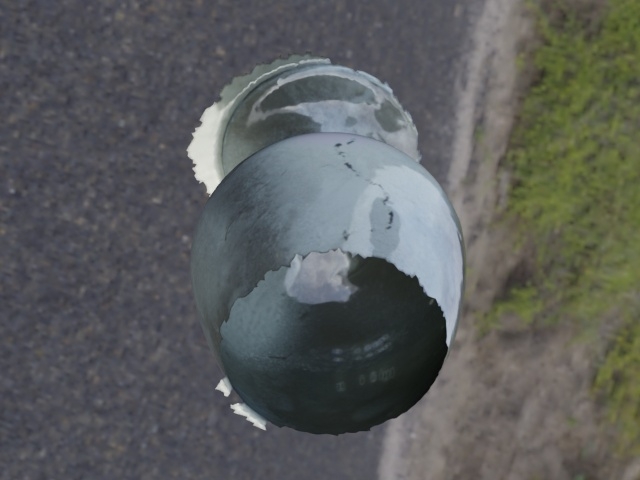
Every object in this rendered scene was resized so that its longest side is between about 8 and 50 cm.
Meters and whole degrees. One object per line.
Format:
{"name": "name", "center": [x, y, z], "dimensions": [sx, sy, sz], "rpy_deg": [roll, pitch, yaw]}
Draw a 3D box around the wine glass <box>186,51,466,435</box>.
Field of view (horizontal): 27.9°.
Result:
{"name": "wine glass", "center": [0.000, 0.000, 1.076], "dimensions": [0.323, 0.238, 0.238], "rpy_deg": [-94, -175, -61]}
